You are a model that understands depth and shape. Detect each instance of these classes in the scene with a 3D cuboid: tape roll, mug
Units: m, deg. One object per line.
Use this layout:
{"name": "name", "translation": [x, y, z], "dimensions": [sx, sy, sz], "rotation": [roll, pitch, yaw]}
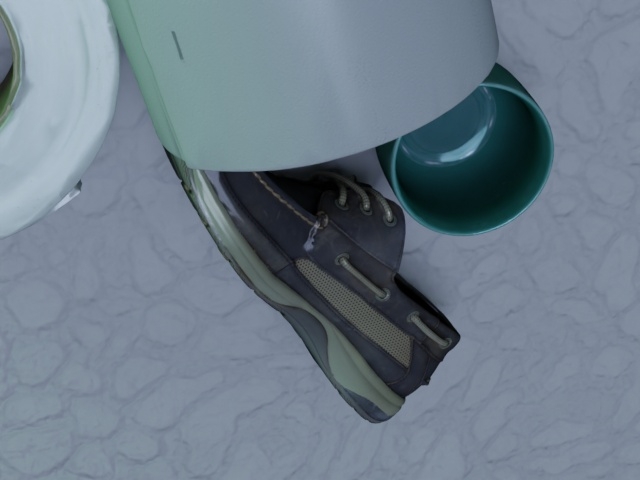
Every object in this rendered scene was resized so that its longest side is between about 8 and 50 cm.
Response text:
{"name": "tape roll", "translation": [-0.280, -0.134, 0.799], "dimensions": [0.286, 0.100, 0.286], "rotation": [-5, 115, -10]}
{"name": "mug", "translation": [0.102, -0.093, 0.910], "dimensions": [0.129, 0.097, 0.158], "rotation": [-23, 120, 3]}
{"name": "tape roll", "translation": [-0.018, -0.178, 0.753], "dimensions": [0.246, 0.246, 0.169], "rotation": [-17, 121, -1]}

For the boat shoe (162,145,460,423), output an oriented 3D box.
{"name": "boat shoe", "translation": [0.000, 0.000, 0.940], "dimensions": [0.130, 0.132, 0.355], "rotation": [-37, 128, 0]}
